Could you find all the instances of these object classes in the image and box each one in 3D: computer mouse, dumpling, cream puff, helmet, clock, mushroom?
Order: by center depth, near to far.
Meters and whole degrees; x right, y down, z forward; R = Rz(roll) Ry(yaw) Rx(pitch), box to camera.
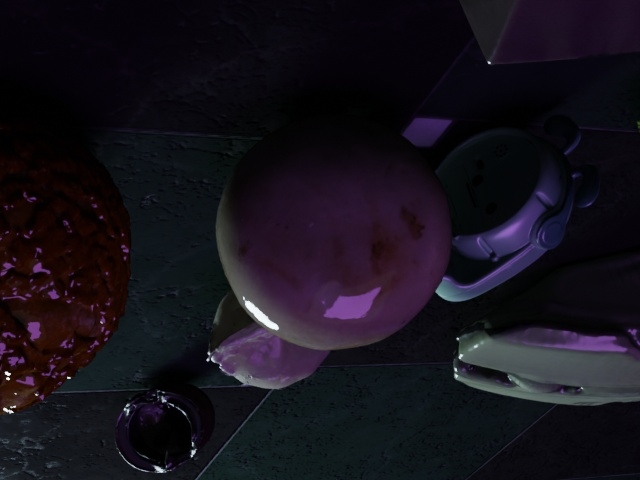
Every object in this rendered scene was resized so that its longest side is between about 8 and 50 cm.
[{"bbox_3d":[-0.287,0.035,1.110,0.303,0.212,0.303,-15,155,-7],"label":"cream puff"},{"bbox_3d":[0.007,-0.007,1.229,0.207,0.207,0.215,-10,-178,-10],"label":"mushroom"},{"bbox_3d":[0.163,-0.042,1.275,0.188,0.148,0.060,-32,133,15],"label":"clock"},{"bbox_3d":[-0.038,0.085,1.434,0.136,0.118,0.199,-39,173,20],"label":"dumpling"},{"bbox_3d":[-0.175,0.213,1.615,0.123,0.098,0.070,-29,180,30],"label":"helmet"},{"bbox_3d":[0.375,0.120,1.663,0.429,0.145,0.228,-12,154,-6],"label":"computer mouse"}]

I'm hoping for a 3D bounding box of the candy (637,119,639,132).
[{"bbox_3d":[0.424,-0.133,1.315,0.246,0.069,0.149,-22,149,9],"label":"candy"}]

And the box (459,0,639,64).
[{"bbox_3d":[0.211,-0.235,0.906,0.252,0.188,0.153,-8,151,-18],"label":"box"}]
